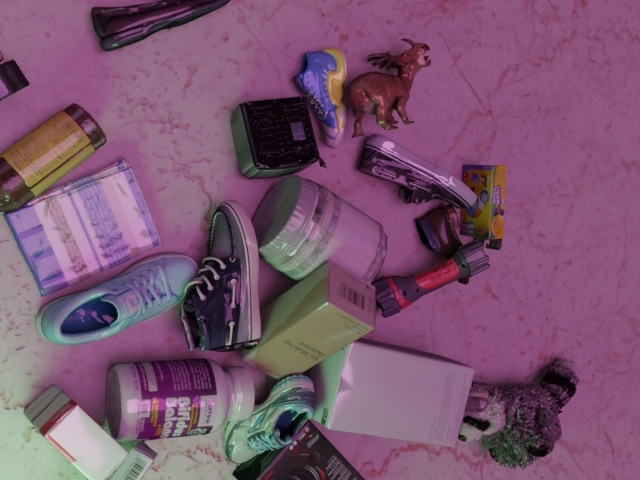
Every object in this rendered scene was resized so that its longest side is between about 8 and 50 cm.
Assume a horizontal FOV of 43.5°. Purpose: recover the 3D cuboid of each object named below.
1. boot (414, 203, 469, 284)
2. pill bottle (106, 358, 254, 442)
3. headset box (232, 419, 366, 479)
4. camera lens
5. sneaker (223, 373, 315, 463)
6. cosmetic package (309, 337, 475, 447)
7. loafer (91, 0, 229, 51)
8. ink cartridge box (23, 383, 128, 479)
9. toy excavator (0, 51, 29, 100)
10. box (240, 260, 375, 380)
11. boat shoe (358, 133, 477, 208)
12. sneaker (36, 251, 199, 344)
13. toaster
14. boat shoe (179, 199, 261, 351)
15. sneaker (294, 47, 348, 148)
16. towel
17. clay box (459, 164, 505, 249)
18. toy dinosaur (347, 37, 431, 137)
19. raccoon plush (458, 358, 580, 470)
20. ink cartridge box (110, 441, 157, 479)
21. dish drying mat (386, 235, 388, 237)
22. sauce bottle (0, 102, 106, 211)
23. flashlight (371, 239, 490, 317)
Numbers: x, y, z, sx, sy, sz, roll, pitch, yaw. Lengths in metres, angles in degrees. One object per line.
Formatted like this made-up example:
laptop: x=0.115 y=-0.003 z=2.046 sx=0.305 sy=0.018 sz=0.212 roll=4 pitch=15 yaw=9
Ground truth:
boot: x=0.321 y=0.022 z=2.116 sx=0.106 sy=0.082 sz=0.219 roll=-17 pitch=94 yaw=-14
pill bottle: x=-0.306 y=0.348 z=1.769 sx=0.302 sy=0.169 sz=0.169 roll=0 pitch=95 yaw=-27
headset box: x=-0.035 y=0.596 z=1.967 sx=0.218 sy=0.110 sz=0.293 roll=-45 pitch=113 yaw=-16
camera lens: x=0.000 y=0.000 z=1.859 sx=0.274 sy=0.219 sz=0.219 roll=32 pitch=81 yaw=-26
sneaker: x=-0.121 y=0.435 z=1.857 sx=0.110 sy=0.122 sz=0.283 roll=33 pitch=110 yaw=-31
cosmetic package: x=0.167 y=0.363 z=1.958 sx=0.385 sy=0.156 sz=0.217 roll=18 pitch=87 yaw=-27
loafer: x=-0.337 y=-0.496 z=1.702 sx=0.302 sy=0.109 sz=0.095 roll=-27 pitch=103 yaw=-19
ink cartridge box: x=-0.505 y=0.394 z=1.645 sx=0.092 sy=0.218 sz=0.158 roll=-47 pitch=113 yaw=-22
toy excavator: x=-0.816 y=-0.237 z=1.396 sx=0.445 sy=0.433 sz=0.222 roll=-48 pitch=117 yaw=-45
box: x=-0.031 y=0.190 z=1.814 sx=0.148 sy=0.311 sz=0.121 roll=30 pitch=41 yaw=-27
boat shoe: x=0.240 y=-0.147 z=2.039 sx=0.335 sy=0.121 sz=0.119 roll=27 pitch=90 yaw=-16
sneaker: x=-0.408 y=0.135 z=1.704 sx=0.366 sy=0.150 sz=0.135 roll=-27 pitch=108 yaw=-24
toaster: x=-0.100 y=-0.227 z=1.830 sx=0.168 sy=0.110 sz=0.185 roll=-12 pitch=84 yaw=-25
boat shoe: x=-0.228 y=0.085 z=1.759 sx=0.158 sy=0.127 sz=0.340 roll=-8 pitch=91 yaw=-40
sneaker: x=-0.004 y=-0.340 z=1.907 sx=0.126 sy=0.091 sz=0.240 roll=2 pitch=88 yaw=-14
towel: x=-0.499 y=-0.029 z=1.707 sx=0.285 sy=0.034 sz=0.209 roll=-26 pitch=109 yaw=-20
clay box: x=0.427 y=-0.089 z=2.121 sx=0.053 sy=0.127 sz=0.222 roll=0 pitch=95 yaw=-26
toy dinosaur: x=0.138 y=-0.364 z=1.921 sx=0.296 sy=0.127 sz=0.200 roll=-24 pitch=105 yaw=-40
raccoon plush: x=0.515 y=0.414 z=2.237 sx=0.299 sy=0.216 sz=0.446 roll=50 pitch=44 yaw=-8
ink cartridge box: x=-0.414 y=0.518 z=1.696 sx=0.066 sy=0.232 sz=0.189 roll=33 pitch=79 yaw=5
dish drying mat: x=0.137 y=-0.021 z=2.047 sx=0.083 sy=0.008 sz=0.032 roll=39 pitch=77 yaw=-24
sauce bottle: x=-0.595 y=-0.138 z=1.602 sx=0.344 sy=0.111 sz=0.111 roll=-41 pitch=112 yaw=-19
flashlight: x=0.277 y=0.090 z=2.029 sx=0.304 sy=0.103 sz=0.103 roll=-26 pitch=104 yaw=-1
